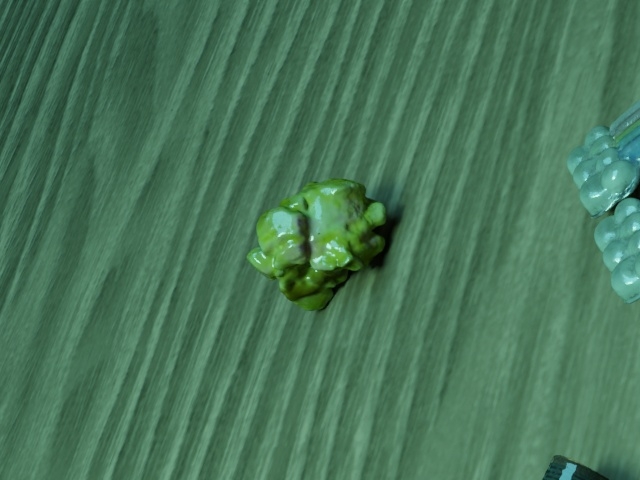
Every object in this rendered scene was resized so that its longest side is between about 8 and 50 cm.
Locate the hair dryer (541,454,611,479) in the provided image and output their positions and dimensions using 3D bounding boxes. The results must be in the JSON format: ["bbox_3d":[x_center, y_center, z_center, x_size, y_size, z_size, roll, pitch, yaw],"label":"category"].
[{"bbox_3d":[0.165,0.226,1.016,0.195,0.050,0.173,15,77,56],"label":"hair dryer"}]

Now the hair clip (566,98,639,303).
[{"bbox_3d":[0.235,-0.038,1.173,0.140,0.054,0.220,-50,25,25],"label":"hair clip"}]

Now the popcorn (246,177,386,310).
[{"bbox_3d":[0.000,-0.002,1.448,0.109,0.089,0.097,-46,-6,0],"label":"popcorn"}]
